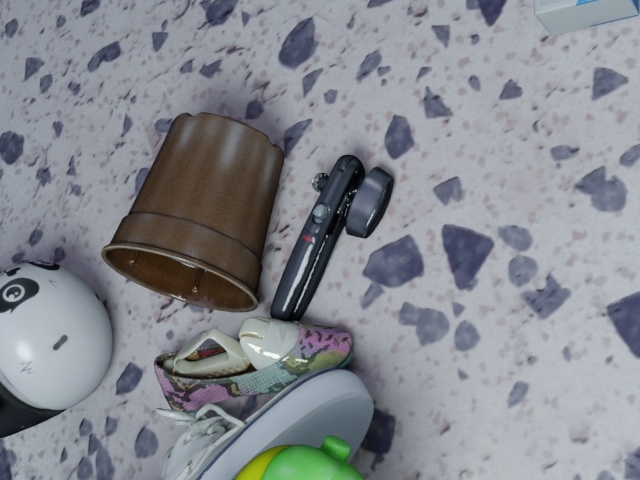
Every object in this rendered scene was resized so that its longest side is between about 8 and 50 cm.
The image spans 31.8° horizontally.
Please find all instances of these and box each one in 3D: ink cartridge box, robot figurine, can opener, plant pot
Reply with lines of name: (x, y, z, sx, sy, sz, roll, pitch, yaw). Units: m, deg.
ink cartridge box: (0.249, -0.267, 1.062, 0.088, 0.052, 0.123, -9, 70, 30)
robot figurine: (-0.363, 0.129, 1.240, 0.278, 0.173, 0.209, -24, 64, 24)
can opener: (0.000, 0.000, 1.123, 0.073, 0.059, 0.186, 31, 91, 36)
plant pot: (-0.118, -0.032, 1.159, 0.167, 0.167, 0.165, 6, 68, 34)

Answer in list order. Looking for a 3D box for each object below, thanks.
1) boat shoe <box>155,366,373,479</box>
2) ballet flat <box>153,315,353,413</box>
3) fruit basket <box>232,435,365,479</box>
boat shoe: (-0.107, 0.222, 1.081, 0.367, 0.135, 0.156, -50, 50, 20)
ballet flat: (-0.077, 0.115, 1.114, 0.221, 0.079, 0.077, -18, 30, 28)
fruit basket: (-0.062, 0.339, 0.851, 0.392, 0.392, 0.283, -33, 58, 19)
